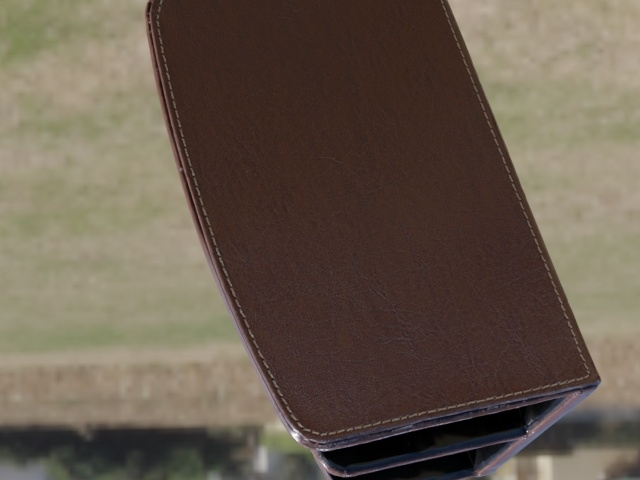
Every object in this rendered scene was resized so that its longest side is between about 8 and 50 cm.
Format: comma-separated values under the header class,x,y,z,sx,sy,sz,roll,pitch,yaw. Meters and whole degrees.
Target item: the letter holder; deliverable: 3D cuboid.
class,x,y,z,sx,sy,sz,roll,pitch,yaw
letter holder,0.000,0.000,1.157,0.214,0.302,0.152,-9,157,-27
